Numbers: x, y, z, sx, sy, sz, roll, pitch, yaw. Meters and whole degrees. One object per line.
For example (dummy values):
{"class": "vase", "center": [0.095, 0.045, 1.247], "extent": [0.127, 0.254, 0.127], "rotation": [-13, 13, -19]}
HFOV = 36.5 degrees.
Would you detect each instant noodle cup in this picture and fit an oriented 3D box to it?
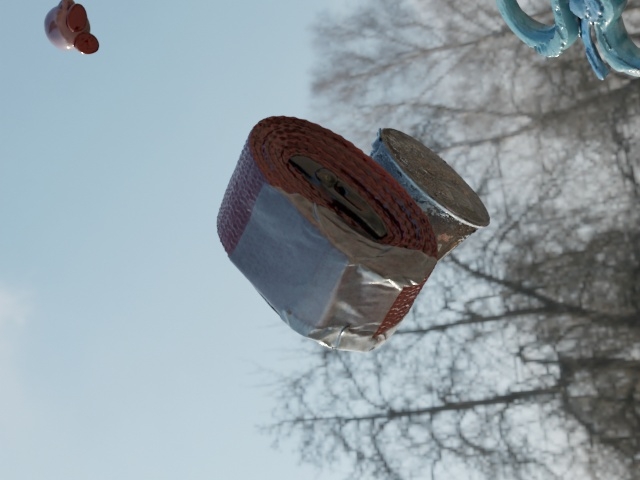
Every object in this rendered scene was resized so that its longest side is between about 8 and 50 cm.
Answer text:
{"class": "instant noodle cup", "center": [0.110, -0.028, 1.471], "extent": [0.217, 0.207, 0.217], "rotation": [34, -157, -16]}

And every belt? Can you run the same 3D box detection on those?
{"class": "belt", "center": [0.000, 0.000, 0.824], "extent": [0.128, 0.124, 0.201], "rotation": [-21, -121, -44]}

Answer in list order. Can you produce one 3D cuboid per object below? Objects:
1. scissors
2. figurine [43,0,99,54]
{"class": "scissors", "center": [0.177, -0.277, 0.738], "extent": [0.032, 0.180, 0.393], "rotation": [-50, -47, -24]}
{"class": "figurine", "center": [-0.369, -0.313, 1.415], "extent": [0.067, 0.071, 0.083], "rotation": [-23, -53, -35]}
